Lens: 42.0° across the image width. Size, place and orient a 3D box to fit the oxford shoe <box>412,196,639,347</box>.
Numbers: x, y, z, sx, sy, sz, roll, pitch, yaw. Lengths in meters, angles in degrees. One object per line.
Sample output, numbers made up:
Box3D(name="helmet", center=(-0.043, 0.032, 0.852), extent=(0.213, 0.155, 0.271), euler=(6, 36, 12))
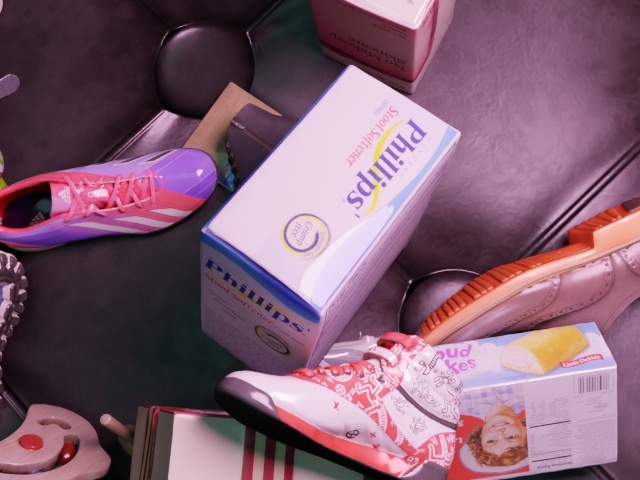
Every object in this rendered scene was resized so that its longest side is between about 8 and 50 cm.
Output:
Box3D(name="oxford shoe", center=(0.284, 0.080, 1.031), extent=(0.363, 0.130, 0.133), euler=(-28, 94, 7))

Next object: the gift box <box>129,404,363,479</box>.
Box3D(name="gift box", center=(-0.075, 0.325, 0.934), extent=(0.276, 0.255, 0.258), euler=(9, 79, -16))

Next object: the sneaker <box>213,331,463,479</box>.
Box3D(name="sneaker", center=(0.029, 0.150, 0.854), extent=(0.270, 0.090, 0.145), euler=(28, 66, -19))

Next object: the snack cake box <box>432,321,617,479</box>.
Box3D(name="snack cake box", center=(0.211, 0.201, 0.997), extent=(0.264, 0.089, 0.152), euler=(-9, 121, 4))

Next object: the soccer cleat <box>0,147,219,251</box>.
Box3D(name="soccer cleat", center=(-0.293, -0.056, 1.105), extent=(0.318, 0.116, 0.108), euler=(-13, 82, 3))

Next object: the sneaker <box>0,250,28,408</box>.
Box3D(name="sneaker", center=(-0.503, 0.167, 1.101), extent=(0.147, 0.130, 0.330), euler=(10, 78, 21))

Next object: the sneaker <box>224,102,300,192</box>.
Box3D(name="sneaker", center=(-0.091, -0.067, 1.112), extent=(0.118, 0.083, 0.222), euler=(25, 87, 17))

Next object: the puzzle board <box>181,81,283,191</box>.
Box3D(name="puzzle board", center=(-0.123, -0.143, 1.159), extent=(0.096, 0.011, 0.128), euler=(34, 86, 8))

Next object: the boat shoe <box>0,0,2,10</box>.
Box3D(name="boat shoe", center=(-0.514, -0.294, 1.194), extent=(0.063, 0.059, 0.170), euler=(16, 82, 8))

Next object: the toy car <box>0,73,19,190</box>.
Box3D(name="toy car", center=(-0.471, -0.165, 1.133), extent=(0.149, 0.155, 0.188), euler=(23, 71, 8))

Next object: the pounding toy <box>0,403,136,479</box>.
Box3D(name="pounding toy", center=(-0.334, 0.246, 1.014), extent=(0.154, 0.269, 0.155), euler=(28, 107, 31))

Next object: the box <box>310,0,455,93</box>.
Box3D(name="box", center=(0.081, -0.301, 1.053), extent=(0.148, 0.232, 0.127), euler=(26, 84, 9))

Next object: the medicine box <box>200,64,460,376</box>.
Box3D(name="medicine box", center=(0.000, 0.000, 0.948), extent=(0.149, 0.289, 0.263), euler=(34, 64, 10))

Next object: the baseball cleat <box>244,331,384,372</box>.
Box3D(name="baseball cleat", center=(0.008, 0.178, 1.063), extent=(0.206, 0.072, 0.109), euler=(-10, 80, 4))
